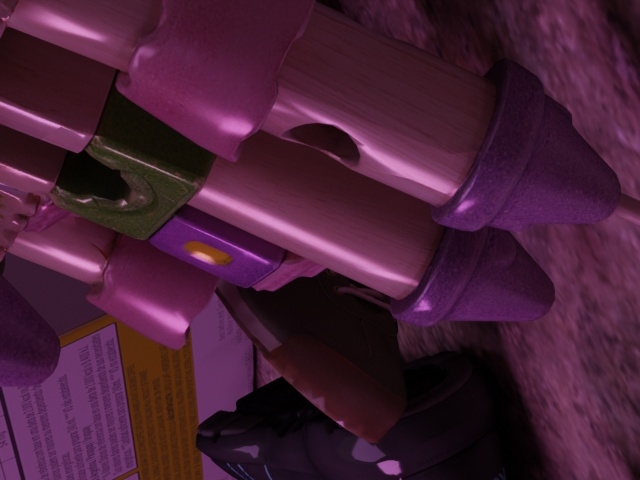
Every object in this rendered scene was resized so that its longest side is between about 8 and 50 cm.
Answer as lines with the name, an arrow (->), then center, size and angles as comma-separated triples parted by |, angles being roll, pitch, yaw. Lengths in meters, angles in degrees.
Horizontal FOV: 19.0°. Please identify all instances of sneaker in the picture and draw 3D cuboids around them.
sneaker -> 0.016, 0.115, 0.906 | 0.106, 0.101, 0.267 | 64, 164, -7
sneaker -> 0.000, 0.000, 0.810 | 0.064, 0.086, 0.192 | 33, -170, -35

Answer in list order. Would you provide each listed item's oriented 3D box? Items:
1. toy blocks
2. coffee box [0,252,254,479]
toy blocks -> -0.043, -0.009, 0.658 | 0.260, 0.309, 0.288 | 24, 159, -13
coffee box -> -0.263, 0.042, 1.237 | 0.337, 0.334, 0.338 | 56, 161, 28
